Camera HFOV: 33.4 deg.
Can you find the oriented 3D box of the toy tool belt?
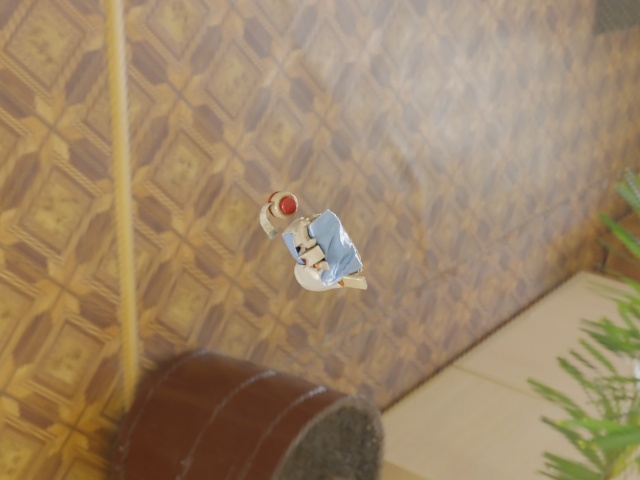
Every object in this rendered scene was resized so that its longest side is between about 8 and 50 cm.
[{"bbox_3d":[0.000,0.000,0.746,0.052,0.051,0.083,-42,113,-23],"label":"toy tool belt"}]
